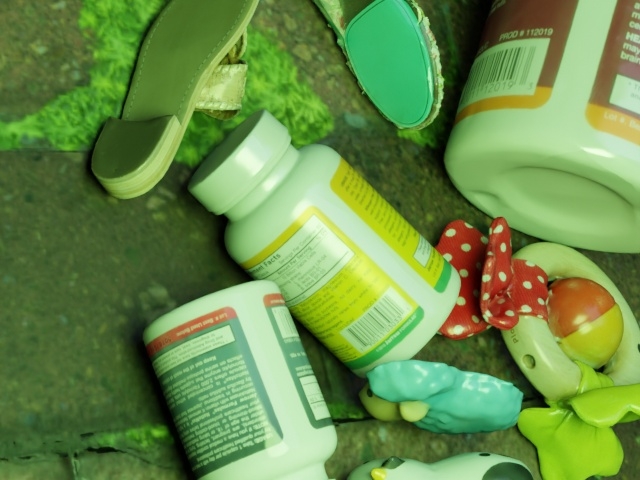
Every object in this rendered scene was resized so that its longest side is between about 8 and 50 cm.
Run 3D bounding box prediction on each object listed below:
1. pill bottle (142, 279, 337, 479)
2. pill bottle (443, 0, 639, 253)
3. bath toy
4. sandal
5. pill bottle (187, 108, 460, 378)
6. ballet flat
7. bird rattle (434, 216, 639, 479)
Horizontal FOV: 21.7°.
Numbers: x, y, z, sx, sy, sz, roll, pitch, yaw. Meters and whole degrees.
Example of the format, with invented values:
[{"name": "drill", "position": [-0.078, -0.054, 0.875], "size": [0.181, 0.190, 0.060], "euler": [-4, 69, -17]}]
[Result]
[{"name": "pill bottle", "position": [-0.050, 0.129, 1.206], "size": [0.108, 0.108, 0.180], "euler": [-13, 77, -41]}, {"name": "pill bottle", "position": [0.266, -0.206, 1.475], "size": [0.224, 0.224, 0.392], "euler": [28, 70, -25]}, {"name": "bath toy", "position": [0.095, 0.267, 1.235], "size": [0.129, 0.151, 0.348], "euler": [49, 33, -67]}, {"name": "sandal", "position": [-0.101, -0.114, 1.324], "size": [0.240, 0.088, 0.079], "euler": [-64, 142, -30]}, {"name": "pill bottle", "position": [0.000, 0.000, 1.300], "size": [0.208, 0.117, 0.117], "euler": [43, 49, -13]}, {"name": "ballet flat", "position": [0.043, -0.211, 1.464], "size": [0.241, 0.091, 0.077], "euler": [60, 25, -3]}, {"name": "bird rattle", "position": [0.198, 0.081, 1.444], "size": [0.253, 0.143, 0.207], "euler": [49, 35, 9]}]
